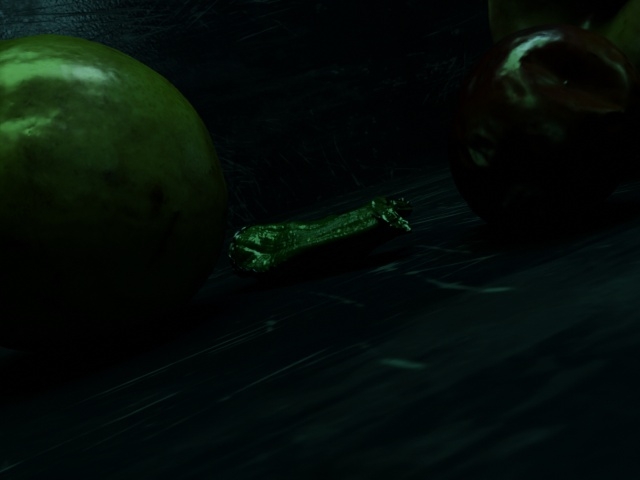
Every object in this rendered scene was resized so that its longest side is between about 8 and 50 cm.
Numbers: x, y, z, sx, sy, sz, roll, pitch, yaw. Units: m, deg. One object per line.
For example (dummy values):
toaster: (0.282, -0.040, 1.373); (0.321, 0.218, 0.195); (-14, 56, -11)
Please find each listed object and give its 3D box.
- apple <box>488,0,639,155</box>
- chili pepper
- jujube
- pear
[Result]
apple: (0.406, -0.287, 0.831); (0.346, 0.391, 0.391); (-17, 4, -30)
chili pepper: (0.001, 0.002, 0.761); (0.224, 0.061, 0.098); (-10, 22, 31)
jujube: (0.185, -0.087, 0.655); (0.168, 0.168, 0.236); (-17, -12, -7)
pear: (-0.233, -0.039, 0.691); (0.304, 0.304, 0.304); (-16, 5, 1)
